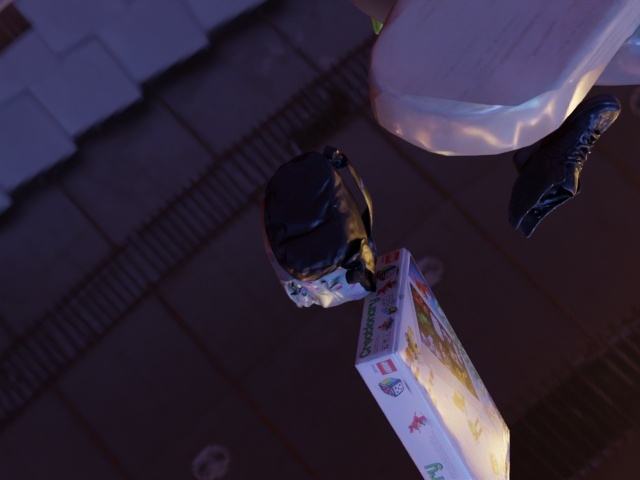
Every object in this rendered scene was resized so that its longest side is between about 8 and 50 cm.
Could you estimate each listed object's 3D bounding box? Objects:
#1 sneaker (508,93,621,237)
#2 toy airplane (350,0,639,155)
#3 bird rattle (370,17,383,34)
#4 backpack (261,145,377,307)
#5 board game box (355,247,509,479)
[{"bbox_3d":[0.277,-0.085,1.599,0.170,0.051,0.089,-35,-130,24],"label":"sneaker"},{"bbox_3d":[0.149,-0.222,0.584,0.386,0.272,0.384,-8,-110,-21],"label":"toy airplane"},{"bbox_3d":[0.042,-0.295,1.269,0.143,0.253,0.207,-33,-178,-10],"label":"bird rattle"},{"bbox_3d":[0.000,0.000,1.524,0.115,0.182,0.152,-9,-112,10],"label":"backpack"},{"bbox_3d":[0.135,0.183,1.620,0.053,0.305,0.193,-20,-151,20],"label":"board game box"}]
